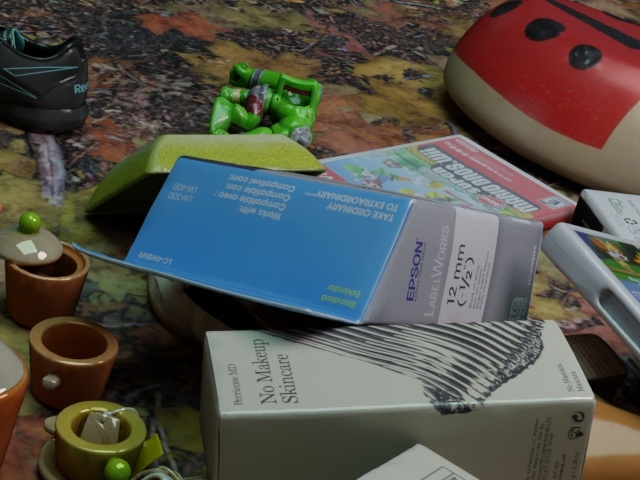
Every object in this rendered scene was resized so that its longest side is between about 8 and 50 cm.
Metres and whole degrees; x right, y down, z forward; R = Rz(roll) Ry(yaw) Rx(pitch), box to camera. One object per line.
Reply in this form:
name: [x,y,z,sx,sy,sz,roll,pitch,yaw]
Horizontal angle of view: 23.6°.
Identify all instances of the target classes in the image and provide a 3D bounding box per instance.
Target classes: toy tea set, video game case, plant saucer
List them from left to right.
toy tea set: [-0.244,0.069,1.216,0.200,0.124,0.336,2,29,-21]
plant saucer: [-0.118,-0.068,1.512,0.188,0.045,0.188,-2,-10,-28]
video game case: [0.133,-0.053,1.744,0.285,0.025,0.204,-13,37,-41]
video game case: [0.374,0.113,1.339,0.329,0.036,0.300,11,33,-47]

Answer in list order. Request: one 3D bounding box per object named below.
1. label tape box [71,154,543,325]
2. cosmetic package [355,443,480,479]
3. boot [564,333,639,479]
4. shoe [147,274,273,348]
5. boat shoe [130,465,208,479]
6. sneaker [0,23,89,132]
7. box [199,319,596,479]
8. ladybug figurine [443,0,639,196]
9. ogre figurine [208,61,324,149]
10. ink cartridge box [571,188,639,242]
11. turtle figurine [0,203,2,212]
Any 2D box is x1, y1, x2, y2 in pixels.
label tape box: [0.000,0.000,1.306,0.249,0.115,0.347,12,0,34]
cosmetic package: [0.127,0.274,0.979,0.296,0.129,0.153,30,33,29]
boot: [0.192,0.182,1.225,0.220,0.109,0.283,-11,45,-26]
shoe: [-0.088,0.067,1.365,0.076,0.058,0.219,-5,32,-33]
boat shoe: [-0.118,0.195,1.099,0.170,0.059,0.063,-12,36,-41]
sneaker: [-0.387,-0.196,1.698,0.267,0.106,0.101,7,28,-8]
box: [0.053,0.128,1.128,0.275,0.094,0.113,-2,31,-11]
ladybug figurine: [0.349,-0.195,1.968,0.305,0.162,0.449,-14,37,-42]
ogre figurine: [-0.061,-0.147,1.762,0.118,0.097,0.197,4,14,7]
ink cartridge box: [0.482,0.022,1.712,0.370,0.069,0.176,4,27,-13]
turtle figurine: [-0.387,-0.022,1.375,0.217,0.087,0.269,5,16,-6]
